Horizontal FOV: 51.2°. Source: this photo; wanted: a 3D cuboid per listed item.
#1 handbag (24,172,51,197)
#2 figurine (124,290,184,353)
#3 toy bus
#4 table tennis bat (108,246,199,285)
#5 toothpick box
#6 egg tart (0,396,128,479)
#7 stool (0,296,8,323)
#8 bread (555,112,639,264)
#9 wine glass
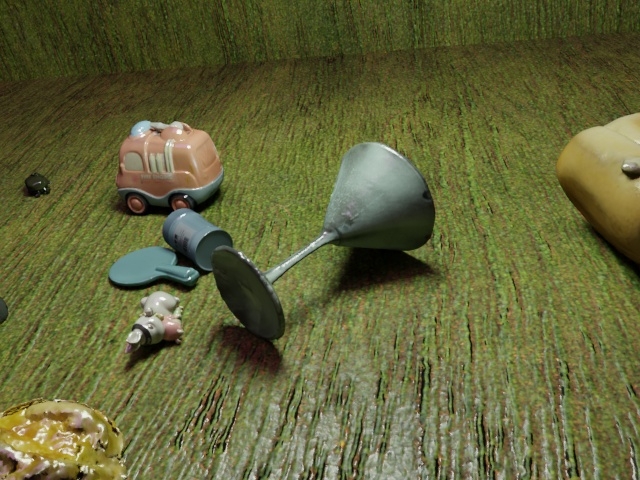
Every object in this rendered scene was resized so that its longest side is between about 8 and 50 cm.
[{"bbox_3d":[-0.841,-0.170,1.982,0.072,0.047,0.111,-29,36,-23],"label":"handbag"},{"bbox_3d":[-0.309,0.159,1.272,0.098,0.081,0.146,-5,30,4],"label":"figurine"},{"bbox_3d":[-0.406,-0.202,1.769,0.288,0.232,0.194,5,35,17],"label":"toy bus"},{"bbox_3d":[-0.369,0.063,1.495,0.244,0.040,0.153,10,35,34],"label":"table tennis bat"},{"bbox_3d":[-0.282,-0.003,1.523,0.101,0.101,0.153,-27,36,-29],"label":"toothpick box"},{"bbox_3d":[-0.434,0.322,0.990,0.297,0.132,0.297,-1,30,0],"label":"egg tart"},{"bbox_3d":[-0.723,0.156,1.312,0.228,0.139,0.153,16,38,33],"label":"stool"},{"bbox_3d":[0.676,-0.093,1.316,0.348,0.252,0.376,-7,31,-9],"label":"bread"},{"bbox_3d":[0.000,0.000,1.317,0.406,0.267,0.267,-33,39,-31],"label":"wine glass"}]
